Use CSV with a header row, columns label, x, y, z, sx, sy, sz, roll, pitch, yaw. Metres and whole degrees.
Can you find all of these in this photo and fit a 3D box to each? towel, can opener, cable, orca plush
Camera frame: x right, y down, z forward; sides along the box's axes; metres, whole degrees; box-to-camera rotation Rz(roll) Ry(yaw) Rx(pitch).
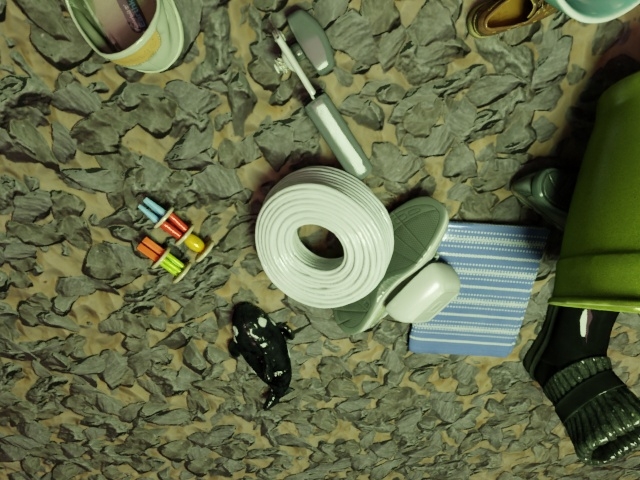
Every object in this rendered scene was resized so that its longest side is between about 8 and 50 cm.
label,x,y,z,sx,sy,sz,roll,pitch,yaw
towel,0.329,0.113,0.924,0.243,0.040,0.336,3,116,-2
can opener,0.012,-0.226,0.700,0.093,0.074,0.280,-28,116,10
cable,0.000,0.000,0.773,0.257,0.089,0.257,-25,107,32
orca plush,-0.130,0.279,0.941,0.151,0.102,0.287,-2,118,-2

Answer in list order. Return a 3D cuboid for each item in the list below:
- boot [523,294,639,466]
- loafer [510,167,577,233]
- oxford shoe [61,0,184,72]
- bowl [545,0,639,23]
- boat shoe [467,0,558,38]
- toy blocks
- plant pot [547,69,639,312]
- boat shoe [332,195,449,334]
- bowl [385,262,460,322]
label,x,y,z,sx,sy,sz,roll,pitch,yaw
boot,0.575,0.252,0.877,0.131,0.260,0.348,5,118,-6
loafer,0.483,-0.059,0.825,0.267,0.084,0.096,28,82,-21
oxford shoe,-0.332,-0.434,0.543,0.169,0.130,0.449,-23,115,10
bowl,0.322,-0.448,0.520,0.311,0.163,0.312,-16,128,-21
boat shoe,0.320,-0.360,0.654,0.177,0.060,0.064,-22,117,8
toy blocks,-0.297,-0.003,0.810,0.123,0.054,0.148,-40,113,16
plant pot,0.553,-0.064,0.641,0.366,0.366,0.353,7,83,-7
boat shoe,0.143,0.054,0.845,0.103,0.118,0.320,4,123,-50
bowl,0.206,0.111,0.828,0.142,0.053,0.142,-47,149,19
